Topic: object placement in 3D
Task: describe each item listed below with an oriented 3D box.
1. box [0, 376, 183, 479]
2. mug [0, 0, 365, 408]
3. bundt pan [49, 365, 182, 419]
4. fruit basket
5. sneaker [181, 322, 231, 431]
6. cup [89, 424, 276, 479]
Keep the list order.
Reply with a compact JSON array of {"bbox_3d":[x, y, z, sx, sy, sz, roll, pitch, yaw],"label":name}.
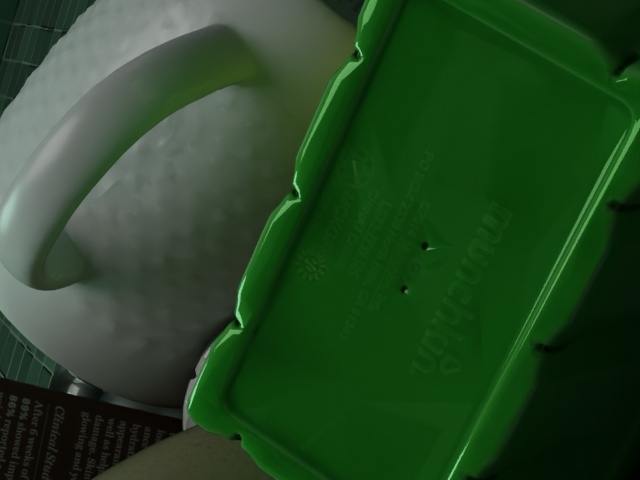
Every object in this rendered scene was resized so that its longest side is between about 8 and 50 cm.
[{"bbox_3d":[-0.184,0.218,1.336,0.143,0.381,0.191,149,134,-63],"label":"box"},{"bbox_3d":[-0.090,-0.071,1.291,0.328,0.276,0.374,-47,-11,30],"label":"mug"},{"bbox_3d":[-0.183,0.164,1.739,0.331,0.124,0.331,-165,90,-70],"label":"bundt pan"},{"bbox_3d":[0.112,-0.025,1.045,0.392,0.283,0.392,-48,-21,-25],"label":"fruit basket"},{"bbox_3d":[0.012,0.091,1.249,0.262,0.099,0.121,-41,41,17],"label":"sneaker"},{"bbox_3d":[-0.052,0.246,1.148,0.237,0.331,0.331,-57,9,-33],"label":"cup"}]
